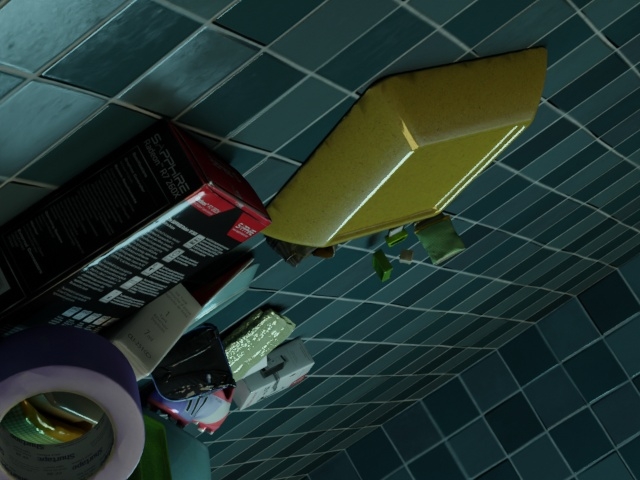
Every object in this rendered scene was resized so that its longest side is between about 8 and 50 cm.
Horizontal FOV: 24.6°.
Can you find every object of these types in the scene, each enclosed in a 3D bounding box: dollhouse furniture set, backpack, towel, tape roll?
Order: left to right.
[{"bbox_3d":[-0.324,0.275,1.719,0.197,0.151,0.301,-16,155,17],"label":"dollhouse furniture set"},{"bbox_3d":[-0.283,0.189,1.552,0.189,0.080,0.189,-6,119,-10],"label":"tape roll"},{"bbox_3d":[-0.195,0.184,2.173,0.114,0.105,0.084,-19,-177,-7],"label":"backpack"},{"bbox_3d":[-0.113,0.167,2.348,0.148,0.027,0.110,-40,150,10],"label":"towel"},{"bbox_3d":[0.152,0.006,2.311,0.151,0.076,0.058,-27,164,-10],"label":"dollhouse furniture set"}]

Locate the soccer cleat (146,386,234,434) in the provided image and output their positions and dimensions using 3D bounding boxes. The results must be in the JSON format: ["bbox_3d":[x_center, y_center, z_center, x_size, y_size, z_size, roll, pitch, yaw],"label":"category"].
[{"bbox_3d":[-0.215,0.262,2.450,0.095,0.083,0.248,-62,158,-4],"label":"soccer cleat"}]

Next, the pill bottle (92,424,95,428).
[{"bbox_3d":[-0.447,0.344,2.018,0.361,0.204,0.204,-20,160,-32],"label":"pill bottle"}]

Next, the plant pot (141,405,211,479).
[{"bbox_3d":[-0.289,0.382,2.368,0.195,0.290,0.290,-59,168,-12],"label":"plant pot"}]

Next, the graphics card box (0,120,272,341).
[{"bbox_3d":[-0.255,0.026,1.611,0.371,0.094,0.233,-34,164,7],"label":"graphics card box"}]

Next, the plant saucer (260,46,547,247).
[{"bbox_3d":[0.122,-0.105,1.922,0.333,0.081,0.333,-16,158,-42],"label":"plant saucer"}]

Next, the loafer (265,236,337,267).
[{"bbox_3d":[0.000,0.000,2.045,0.170,0.061,0.062,-17,158,-41],"label":"loafer"}]

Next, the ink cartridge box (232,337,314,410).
[{"bbox_3d":[-0.090,0.237,2.599,0.135,0.056,0.099,-24,163,-25],"label":"ink cartridge box"}]

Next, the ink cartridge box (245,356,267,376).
[{"bbox_3d":[-0.122,0.185,2.429,0.063,0.029,0.115,-26,152,-16],"label":"ink cartridge box"}]

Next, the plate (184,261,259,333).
[{"bbox_3d":[-0.156,0.092,2.033,0.188,0.024,0.188,-35,178,-2],"label":"plate"}]

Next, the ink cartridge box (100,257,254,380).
[{"bbox_3d":[-0.252,0.122,1.866,0.296,0.066,0.261,-31,-167,41],"label":"ink cartridge box"}]
